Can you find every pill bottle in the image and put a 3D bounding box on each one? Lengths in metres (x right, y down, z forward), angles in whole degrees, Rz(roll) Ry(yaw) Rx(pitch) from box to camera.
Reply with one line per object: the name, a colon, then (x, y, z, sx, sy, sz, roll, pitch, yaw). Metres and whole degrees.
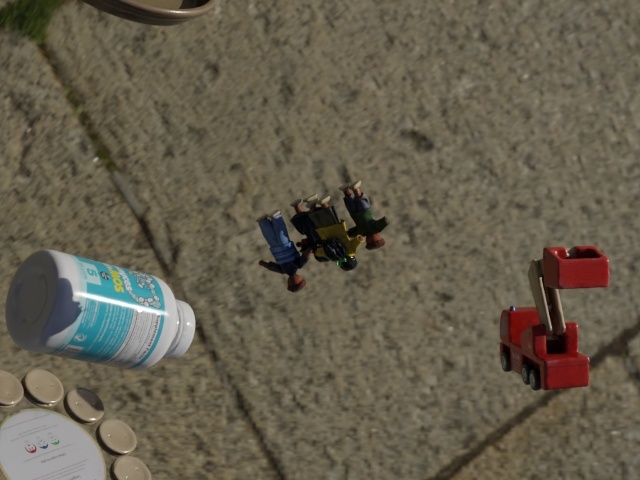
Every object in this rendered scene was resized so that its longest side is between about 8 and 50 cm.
pill bottle: (-0.312, 0.108, 1.749, 0.264, 0.146, 0.146, 18, 73, -44)

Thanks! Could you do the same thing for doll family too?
doll family: (0.000, 0.000, 1.570, 0.076, 0.193, 0.111, -37, 108, -45)

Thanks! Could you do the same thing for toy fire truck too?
toy fire truck: (0.210, 0.067, 1.106, 0.047, 0.192, 0.135, -3, 96, -8)

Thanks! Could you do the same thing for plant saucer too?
plant saucer: (-0.270, -0.370, 1.610, 0.278, 0.041, 0.278, 22, 32, -14)

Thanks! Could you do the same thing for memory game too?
memory game: (-0.218, 0.177, 0.965, 0.186, 0.012, 0.186, 29, 30, -19)
